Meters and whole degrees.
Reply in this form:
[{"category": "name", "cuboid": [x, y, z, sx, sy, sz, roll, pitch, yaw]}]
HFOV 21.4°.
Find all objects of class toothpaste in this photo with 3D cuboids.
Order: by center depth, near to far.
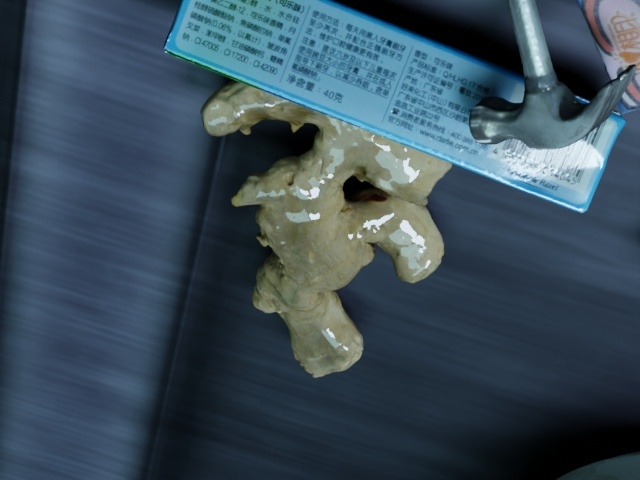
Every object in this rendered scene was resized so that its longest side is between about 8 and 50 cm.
[{"category": "toothpaste", "cuboid": [0.044, -0.094, 0.990, 0.266, 0.050, 0.065, 20, 101, -7]}]

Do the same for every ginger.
[{"category": "ginger", "cuboid": [0.015, -0.002, 1.097, 0.149, 0.065, 0.259, -1, 131, 10]}]

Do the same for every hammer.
[{"category": "hammer", "cuboid": [0.099, -0.164, 0.888, 0.103, 0.029, 0.246, 5, 119, 43]}]

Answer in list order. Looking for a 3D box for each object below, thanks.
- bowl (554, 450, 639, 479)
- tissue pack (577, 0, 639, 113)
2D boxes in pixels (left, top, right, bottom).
[{"category": "bowl", "cuboid": [0.254, 0.266, 1.231, 0.307, 0.163, 0.307, 7, 135, 7]}, {"category": "tissue pack", "cuboid": [0.219, -0.140, 0.912, 0.155, 0.065, 0.116, -14, 127, 23]}]
